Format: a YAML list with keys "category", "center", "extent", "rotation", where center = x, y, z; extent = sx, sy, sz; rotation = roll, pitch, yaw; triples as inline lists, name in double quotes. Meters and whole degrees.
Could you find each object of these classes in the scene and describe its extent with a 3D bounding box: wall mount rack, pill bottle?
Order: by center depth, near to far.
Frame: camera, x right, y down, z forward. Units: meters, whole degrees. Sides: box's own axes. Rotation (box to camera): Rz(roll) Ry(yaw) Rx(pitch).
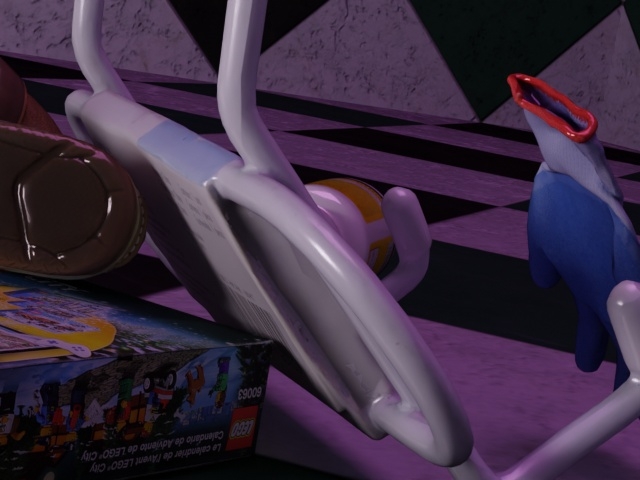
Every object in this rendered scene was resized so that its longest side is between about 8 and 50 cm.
- category: "wall mount rack"
  center: [-0.016, -0.065, 0.657]
  extent: [0.130, 0.304, 0.350]
  rotation: [-36, 22, -12]
- category: "pill bottle"
  center: [0.000, 0.000, 0.966]
  extent: [0.065, 0.065, 0.116]
  rotation: [12, 7, 13]

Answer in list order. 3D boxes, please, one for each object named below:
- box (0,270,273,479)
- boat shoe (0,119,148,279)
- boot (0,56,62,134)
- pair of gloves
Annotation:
- category: "box"
  center: [-0.156, 0.031, 0.611]
  extent: [0.233, 0.044, 0.159]
  rotation: [15, 9, 34]
- category: "boat shoe"
  center: [-0.155, -0.025, 0.655]
  extent: [0.190, 0.068, 0.072]
  rotation: [21, -4, 7]
- category: "boot"
  center: [-0.247, -0.049, 1.008]
  extent: [0.305, 0.112, 0.115]
  rotation: [12, -24, 43]
- category: "pair of gloves"
  center: [0.130, 0.029, 0.640]
  extent: [0.023, 0.159, 0.198]
  rotation: [-33, 40, -13]
